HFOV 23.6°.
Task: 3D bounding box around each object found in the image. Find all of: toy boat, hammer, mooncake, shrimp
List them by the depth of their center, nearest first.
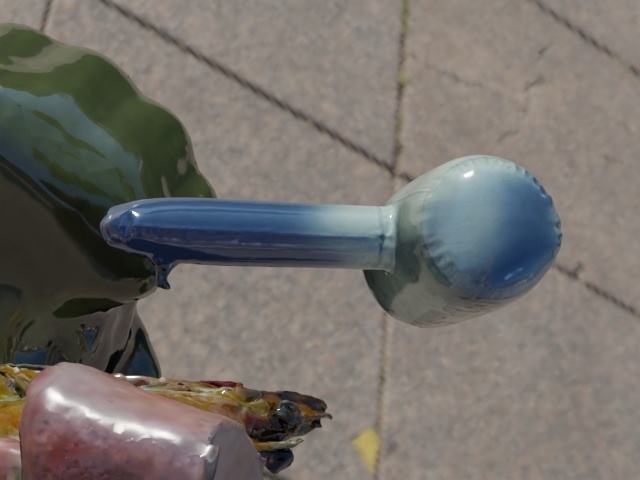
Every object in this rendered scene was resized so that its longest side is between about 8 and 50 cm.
[{"bbox_3d":[0.000,0.000,0.673,0.194,0.116,0.069,2,81,-15],"label":"hammer"},{"bbox_3d":[-0.162,0.126,0.697,0.282,0.206,0.096,5,48,14],"label":"toy boat"},{"bbox_3d":[-0.127,0.107,0.915,0.294,0.062,0.154,5,18,-27],"label":"shrimp"},{"bbox_3d":[-0.258,0.012,1.157,0.351,0.351,0.187,45,24,-8],"label":"mooncake"}]
